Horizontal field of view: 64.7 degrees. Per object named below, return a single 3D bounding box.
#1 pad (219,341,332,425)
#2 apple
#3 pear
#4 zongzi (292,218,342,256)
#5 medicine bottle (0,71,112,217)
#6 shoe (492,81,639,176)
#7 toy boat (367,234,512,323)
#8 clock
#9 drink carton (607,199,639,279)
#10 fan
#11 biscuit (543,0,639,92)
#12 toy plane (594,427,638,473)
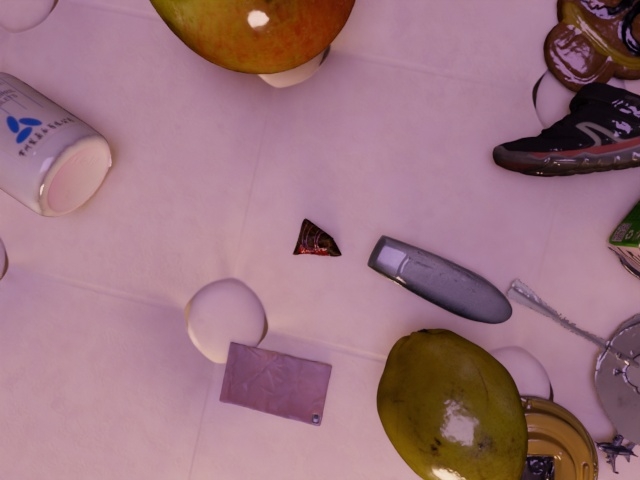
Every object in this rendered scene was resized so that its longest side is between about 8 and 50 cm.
[{"bbox_3d":[-0.081,0.253,0.896,0.188,0.006,0.113,11,94,7],"label":"pad"},{"bbox_3d":[-0.099,-0.419,0.726,0.340,0.339,0.339,0,92,6],"label":"apple"},{"bbox_3d":[0.201,0.262,0.768,0.213,0.212,0.269,-25,79,6],"label":"pear"},{"bbox_3d":[0.000,0.000,0.846,0.083,0.073,0.067,19,75,4],"label":"zongzi"},{"bbox_3d":[-0.517,-0.179,0.841,0.293,0.170,0.170,32,95,4],"label":"medicine bottle"},{"bbox_3d":[0.415,-0.174,0.774,0.291,0.114,0.136,-8,86,10],"label":"shoe"},{"bbox_3d":[0.202,0.069,0.832,0.261,0.085,0.078,25,95,-7],"label":"toy boat"},{"bbox_3d":[0.345,0.378,0.834,0.237,0.057,0.236,0,93,5],"label":"clock"},{"bbox_3d":[0.591,-0.048,0.768,0.161,0.108,0.271,38,94,1],"label":"drink carton"},{"bbox_3d":[0.490,0.188,0.822,0.415,0.012,0.233,29,86,4],"label":"fan"},{"bbox_3d":[0.490,-0.361,0.800,0.208,0.041,0.290,44,96,2],"label":"biscuit"},{"bbox_3d":[0.482,0.342,0.828,0.083,0.031,0.078,16,92,-15],"label":"toy plane"}]
